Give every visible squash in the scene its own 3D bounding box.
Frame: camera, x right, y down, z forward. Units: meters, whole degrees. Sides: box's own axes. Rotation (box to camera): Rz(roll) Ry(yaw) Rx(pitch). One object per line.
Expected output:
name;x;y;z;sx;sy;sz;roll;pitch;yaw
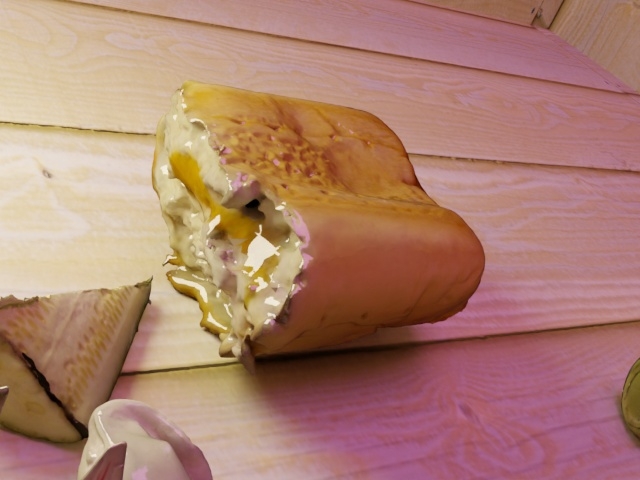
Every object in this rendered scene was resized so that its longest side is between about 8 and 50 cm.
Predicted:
squash;-0.274;0.068;0.789;0.252;0.093;0.169;-83;149;-57

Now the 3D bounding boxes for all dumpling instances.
dumpling;-0.138;0.223;0.660;0.134;0.099;0.169;13;33;-40

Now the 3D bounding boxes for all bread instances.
bread;0.000;0.000;0.950;0.395;0.250;0.361;2;40;-37

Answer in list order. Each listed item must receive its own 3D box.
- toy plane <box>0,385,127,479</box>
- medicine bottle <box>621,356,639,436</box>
toy plane;-0.248;0.233;0.528;0.256;0.104;0.241;-13;87;-16
medicine bottle;0.547;0.241;1.060;0.239;0.124;0.124;20;32;-8
